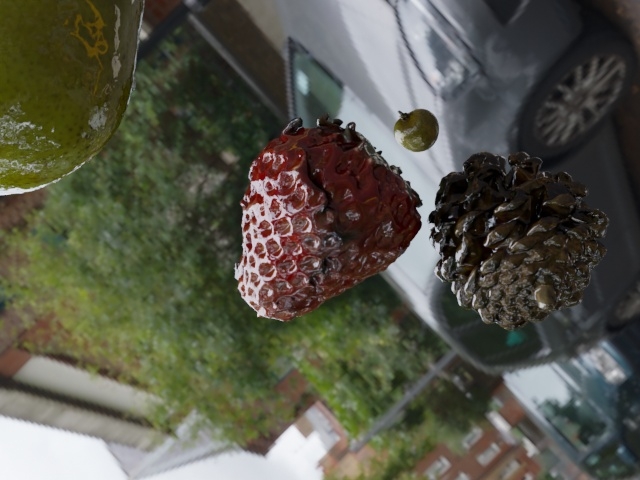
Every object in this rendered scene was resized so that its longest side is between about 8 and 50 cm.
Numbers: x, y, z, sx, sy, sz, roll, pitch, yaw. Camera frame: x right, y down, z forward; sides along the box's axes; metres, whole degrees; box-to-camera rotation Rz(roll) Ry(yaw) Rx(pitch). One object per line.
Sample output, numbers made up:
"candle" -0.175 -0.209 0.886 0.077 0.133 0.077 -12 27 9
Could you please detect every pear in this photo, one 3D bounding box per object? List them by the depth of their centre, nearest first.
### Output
"pear" -0.202 -0.123 0.627 0.198 0.198 0.198 46 -178 -2

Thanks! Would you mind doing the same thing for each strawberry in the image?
"strawberry" -0.003 -0.015 1.366 0.253 0.280 0.150 55 -176 -36

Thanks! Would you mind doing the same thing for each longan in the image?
"longan" 0.154 -0.184 1.703 0.083 0.075 0.075 47 -179 -30

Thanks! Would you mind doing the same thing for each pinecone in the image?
"pinecone" 0.256 -0.011 1.430 0.257 0.243 0.243 51 -177 17

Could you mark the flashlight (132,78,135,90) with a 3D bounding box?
"flashlight" -0.338 -0.257 1.420 0.200 0.093 0.047 37 166 3
